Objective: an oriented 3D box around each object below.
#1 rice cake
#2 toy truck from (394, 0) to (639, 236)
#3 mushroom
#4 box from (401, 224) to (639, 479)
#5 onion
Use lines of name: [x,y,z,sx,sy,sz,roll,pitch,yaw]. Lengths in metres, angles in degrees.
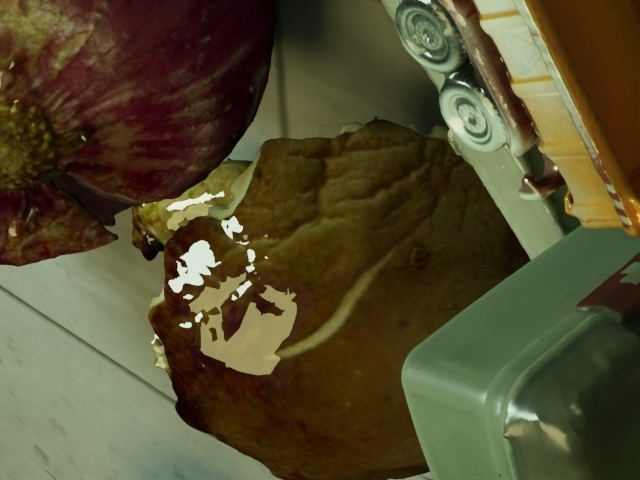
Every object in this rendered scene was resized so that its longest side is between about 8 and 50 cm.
rice cake: [0.082,-0.080,0.978,0.052,0.057,0.256,-27,104,27]
toy truck: [0.093,-0.138,0.854,0.135,0.114,0.270,-1,123,56]
mushroom: [-0.011,-0.006,1.101,0.301,0.233,0.208,52,-172,30]
box: [0.155,0.070,0.908,0.129,0.210,0.148,15,132,53]
onion: [-0.153,-0.139,1.039,0.256,0.230,0.272,37,-150,-57]
